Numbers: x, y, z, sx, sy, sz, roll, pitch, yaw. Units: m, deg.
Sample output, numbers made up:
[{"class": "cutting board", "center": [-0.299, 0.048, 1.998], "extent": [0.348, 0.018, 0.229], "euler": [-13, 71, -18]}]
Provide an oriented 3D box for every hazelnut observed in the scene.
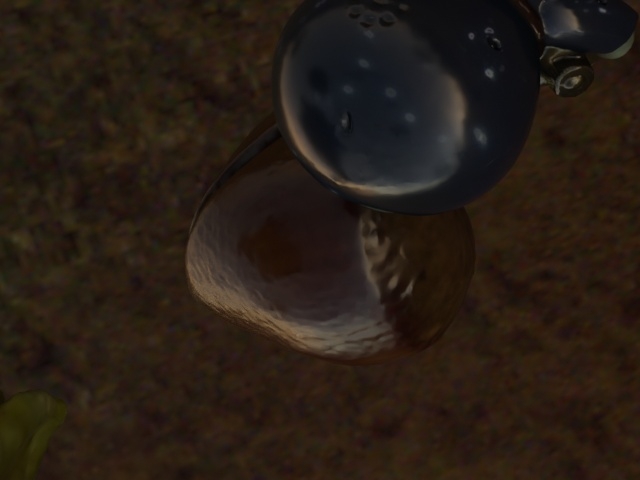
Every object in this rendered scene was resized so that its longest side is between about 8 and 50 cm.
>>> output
[{"class": "hazelnut", "center": [0.000, 0.000, 1.306], "extent": [0.208, 0.208, 0.208], "euler": [21, 121, 39]}]

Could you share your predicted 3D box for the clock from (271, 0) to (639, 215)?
[{"class": "clock", "center": [0.070, -0.124, 1.101], "extent": [0.200, 0.243, 0.146], "euler": [20, 149, 23]}]

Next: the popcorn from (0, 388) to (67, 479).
[{"class": "popcorn", "center": [-0.306, 0.135, 1.111], "extent": [0.226, 0.276, 0.276], "euler": [17, 120, 26]}]
